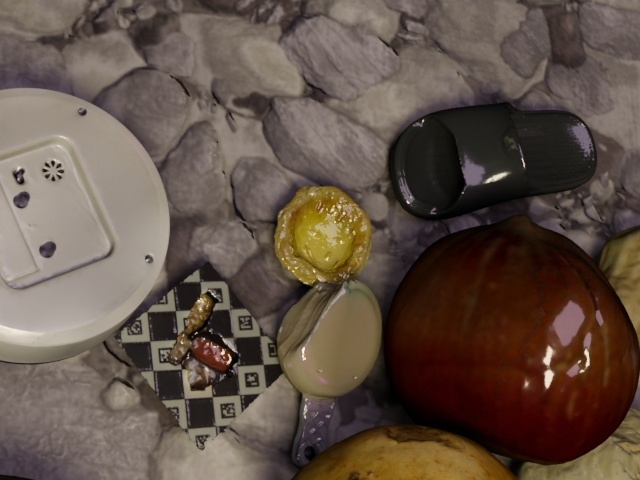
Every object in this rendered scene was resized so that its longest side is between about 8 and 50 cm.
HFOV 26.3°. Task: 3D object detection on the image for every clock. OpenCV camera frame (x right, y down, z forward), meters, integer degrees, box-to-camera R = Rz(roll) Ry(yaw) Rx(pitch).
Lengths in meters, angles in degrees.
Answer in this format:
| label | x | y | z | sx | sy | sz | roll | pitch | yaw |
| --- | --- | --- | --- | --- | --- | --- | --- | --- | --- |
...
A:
| label | x | y | z | sx | sy | sz | roll | pitch | yaw |
| --- | --- | --- | --- | --- | --- | --- | --- | --- | --- |
| clock | -0.247 | -0.014 | 1.168 | 0.230 | 0.083 | 0.230 | 6 | 71 | -18 |

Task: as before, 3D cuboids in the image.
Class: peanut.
| label | x | y | z | sx | sy | sz | roll | pitch | yaw |
| --- | --- | --- | --- | --- | --- | --- | --- | --- | --- |
| peanut | 0.308 | 0.053 | 1.362 | 0.214 | 0.090 | 0.099 | -42 | 105 | -28 |

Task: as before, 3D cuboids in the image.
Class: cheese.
| label | x | y | z | sx | sy | sz | roll | pitch | yaw |
| --- | --- | --- | --- | --- | --- | --- | --- | --- | --- |
| cheese | -0.001 | 0.114 | 1.227 | 0.092 | 0.047 | 0.171 | 34 | 76 | -27 |

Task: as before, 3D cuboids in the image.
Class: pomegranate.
| label | x | y | z | sx | sy | sz | roll | pitch | yaw |
| --- | --- | --- | --- | --- | --- | --- | --- | --- | --- |
| pomegranate | 0.075 | 0.277 | 1.117 | 0.260 | 0.260 | 0.260 | 7 | 71 | -20 |

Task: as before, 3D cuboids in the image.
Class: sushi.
| label | x | y | z | sx | sy | sz | roll | pitch | yaw |
| --- | --- | --- | --- | --- | --- | --- | --- | --- | --- |
| sushi | -0.107 | 0.103 | 1.216 | 0.120 | 0.026 | 0.126 | -40 | 95 | -30 |

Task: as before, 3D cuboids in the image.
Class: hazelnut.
| label | x | y | z | sx | sy | sz | roll | pitch | yaw |
| --- | --- | --- | --- | --- | --- | --- | --- | --- | --- |
| hazelnut | 0.168 | 0.085 | 1.216 | 0.229 | 0.229 | 0.230 | 7 | 71 | -20 |

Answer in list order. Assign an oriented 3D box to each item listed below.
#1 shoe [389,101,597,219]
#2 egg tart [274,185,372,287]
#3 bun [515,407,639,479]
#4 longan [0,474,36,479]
| label | x | y | z | sx | sy | sz | roll | pitch | yaw |
| --- | --- | --- | --- | --- | --- | --- | --- | --- | --- |
| shoe | 0.185 | -0.091 | 1.360 | 0.241 | 0.093 | 0.108 | -9 | 78 | -26 |
| egg tart | 0.000 | 0.000 | 1.283 | 0.105 | 0.039 | 0.105 | 7 | 71 | -20 |
| bun | 0.289 | 0.247 | 1.260 | 0.220 | 0.134 | 0.220 | 9 | 58 | -15 |
| longan | -0.244 | 0.252 | 1.045 | 0.184 | 0.159 | 0.204 | 8 | 31 | -36 |
